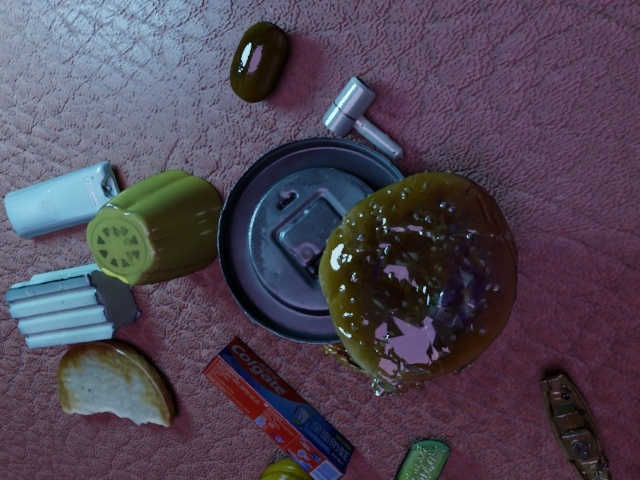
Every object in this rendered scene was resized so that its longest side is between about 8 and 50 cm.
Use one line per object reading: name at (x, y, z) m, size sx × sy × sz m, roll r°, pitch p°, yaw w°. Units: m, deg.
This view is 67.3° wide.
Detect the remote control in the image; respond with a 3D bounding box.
remote control at (-0.522, -0.074, 0.962) m, size 0.293 × 0.051 × 0.103 m, roll -12°, pitch 102°, yaw 22°

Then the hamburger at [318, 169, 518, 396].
hamburger at (0.117, 0.051, 0.611) m, size 0.243 × 0.146 × 0.286 m, roll 21°, pitch 88°, yaw 15°

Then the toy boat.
toy boat at (0.391, 0.294, 0.741) m, size 0.064 × 0.072 × 0.206 m, roll -23°, pitch 99°, yaw 23°

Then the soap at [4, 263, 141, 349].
soap at (-0.517, 0.134, 1.008) m, size 0.261 × 0.094 × 0.150 m, roll -10°, pitch 108°, yaw 21°

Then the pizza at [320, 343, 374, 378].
pizza at (0.037, 0.121, 0.806) m, size 0.305 × 0.085 × 0.161 m, roll 47°, pitch 115°, yaw -1°

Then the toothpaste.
toothpaste at (-0.079, 0.325, 0.916) m, size 0.320 × 0.076 × 0.066 m, roll 43°, pitch 115°, yaw 2°

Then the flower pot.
flower pot at (-0.285, -0.015, 0.826) m, size 0.195 × 0.179 × 0.195 m, roll 6°, pitch 107°, yaw 19°

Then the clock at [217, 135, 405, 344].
clock at (0.001, 0.000, 0.727) m, size 0.313 × 0.061 × 0.312 m, roll -1°, pitch 84°, yaw 8°

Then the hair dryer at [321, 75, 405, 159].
hair dryer at (0.078, -0.171, 0.723) m, size 0.137 × 0.047 × 0.082 m, roll 40°, pitch 115°, yaw -2°

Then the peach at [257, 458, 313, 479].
peach at (-0.073, 0.503, 0.937) m, size 0.138 × 0.138 × 0.138 m, roll 6°, pitch 109°, yaw 18°

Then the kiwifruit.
kiwifruit at (-0.096, -0.271, 0.737) m, size 0.075 × 0.075 × 0.124 m, roll 35°, pitch 119°, yaw 6°

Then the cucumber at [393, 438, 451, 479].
cucumber at (0.172, 0.443, 0.883) m, size 0.070 × 0.046 × 0.220 m, roll 21°, pitch 111°, yaw 15°

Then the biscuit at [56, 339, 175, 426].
biscuit at (-0.466, 0.312, 1.069) m, size 0.309 × 0.040 × 0.204 m, roll -1°, pitch 107°, yaw 19°
